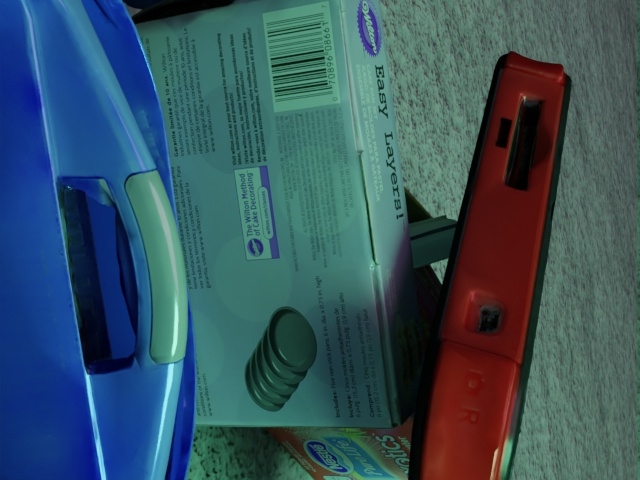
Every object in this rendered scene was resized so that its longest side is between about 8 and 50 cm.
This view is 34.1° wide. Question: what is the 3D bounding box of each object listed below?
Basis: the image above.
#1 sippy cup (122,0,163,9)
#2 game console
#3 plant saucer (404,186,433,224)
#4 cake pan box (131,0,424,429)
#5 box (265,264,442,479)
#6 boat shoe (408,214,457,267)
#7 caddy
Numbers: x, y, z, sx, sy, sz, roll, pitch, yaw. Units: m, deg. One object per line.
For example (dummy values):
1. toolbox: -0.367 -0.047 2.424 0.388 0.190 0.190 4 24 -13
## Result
1. sippy cup: -0.093 -0.281 0.688 0.240 0.306 0.224 86 20 -75
2. game console: 0.115 0.091 0.747 0.342 0.060 0.386 90 15 -44
3. plant saucer: 0.018 -0.080 0.910 0.241 0.037 0.241 46 5 -6
4. cake pan box: -0.070 -0.018 0.646 0.070 0.246 0.266 -21 104 -64
5. box: 0.060 0.146 0.955 0.300 0.154 0.142 54 40 -42
6. boat shoe: 0.000 0.000 0.803 0.083 0.226 0.075 84 -6 -87
7. caddy: -0.150 0.018 0.511 0.241 0.179 0.341 -37 121 -71
